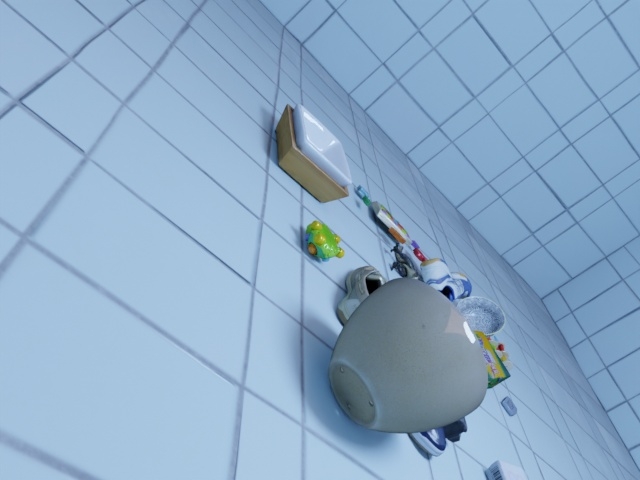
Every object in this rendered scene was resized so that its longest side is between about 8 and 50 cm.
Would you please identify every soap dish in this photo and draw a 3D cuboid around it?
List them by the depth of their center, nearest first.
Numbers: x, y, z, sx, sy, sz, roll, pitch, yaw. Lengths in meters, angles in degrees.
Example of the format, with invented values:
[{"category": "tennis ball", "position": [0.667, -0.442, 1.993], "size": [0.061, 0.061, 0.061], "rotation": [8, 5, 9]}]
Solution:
[{"category": "soap dish", "position": [-0.028, -0.257, 1.707], "size": [0.229, 0.118, 0.291], "rotation": [39, 24, -29]}]

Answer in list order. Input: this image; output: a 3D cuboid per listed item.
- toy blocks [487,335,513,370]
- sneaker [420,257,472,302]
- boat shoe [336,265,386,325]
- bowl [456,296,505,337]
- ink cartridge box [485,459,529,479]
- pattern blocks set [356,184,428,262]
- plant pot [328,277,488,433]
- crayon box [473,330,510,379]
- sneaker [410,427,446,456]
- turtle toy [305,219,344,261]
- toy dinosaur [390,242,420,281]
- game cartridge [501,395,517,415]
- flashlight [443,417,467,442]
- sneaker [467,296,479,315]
[{"category": "toy blocks", "position": [0.625, 0.382, 2.069], "size": [0.123, 0.054, 0.148], "rotation": [42, 22, -24]}, {"category": "sneaker", "position": [0.438, 0.172, 2.009], "size": [0.296, 0.112, 0.131], "rotation": [28, 47, -43]}, {"category": "boat shoe", "position": [0.121, 0.122, 1.394], "size": [0.109, 0.098, 0.302], "rotation": [50, 20, -3]}, {"category": "bowl", "position": [0.546, 0.282, 2.001], "size": [0.170, 0.080, 0.170], "rotation": [2, 43, -2]}, {"category": "ink cartridge box", "position": [0.505, 0.629, 1.334], "size": [0.232, 0.066, 0.189], "rotation": [22, 31, -22]}, {"category": "pattern blocks set", "position": [0.254, -0.061, 2.035], "size": [0.325, 0.026, 0.285], "rotation": [40, 14, -27]}, {"category": "plant pot", "position": [0.128, 0.234, 1.044], "size": [0.191, 0.284, 0.284], "rotation": [-25, 73, -32]}, {"category": "crayon box", "position": [0.456, 0.356, 1.720], "size": [0.278, 0.081, 0.165], "rotation": [16, 39, -57]}, {"category": "sneaker", "position": [0.233, 0.303, 1.241], "size": [0.099, 0.153, 0.282], "rotation": [28, 30, -45]}, {"category": "turtle toy", "position": [0.000, 0.000, 1.398], "size": [0.095, 0.066, 0.130], "rotation": [36, 25, -35]}, {"category": "toy dinosaur", "position": [0.269, 0.078, 1.850], "size": [0.118, 0.064, 0.268], "rotation": [40, 18, -35]}, {"category": "game cartridge", "position": [0.598, 0.526, 1.825], "size": [0.056, 0.017, 0.083], "rotation": [54, 20, 19]}, {"category": "flashlight", "position": [0.269, 0.317, 1.377], "size": [0.103, 0.103, 0.304], "rotation": [14, 34, -16]}, {"category": "sneaker", "position": [0.603, 0.277, 2.147], "size": [0.258, 0.091, 0.094], "rotation": [26, 32, -49]}]
